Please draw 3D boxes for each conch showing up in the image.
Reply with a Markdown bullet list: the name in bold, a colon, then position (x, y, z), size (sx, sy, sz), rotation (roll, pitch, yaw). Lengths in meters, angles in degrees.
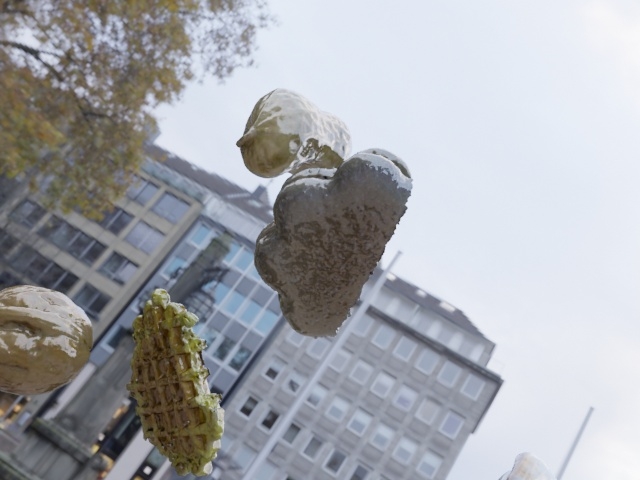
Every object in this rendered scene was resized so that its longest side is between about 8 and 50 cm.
- **conch**: position (0.226, 0.311, 0.860), size (0.176, 0.104, 0.094), rotation (18, 34, -44)

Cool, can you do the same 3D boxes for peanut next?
- **peanut**: position (-0.041, -0.187, 1.290), size (0.143, 0.159, 0.291), rotation (-6, 0, 28)

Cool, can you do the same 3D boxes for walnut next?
- **walnut**: position (-0.399, 0.138, 1.006), size (0.167, 0.166, 0.149), rotation (32, -39, 10)

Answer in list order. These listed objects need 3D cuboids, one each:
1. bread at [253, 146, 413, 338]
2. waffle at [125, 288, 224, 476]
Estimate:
- **bread**: position (0.002, -0.002, 1.118), size (0.183, 0.102, 0.337), rotation (22, -60, -7)
- **waffle**: position (-0.222, 0.221, 1.113), size (0.291, 0.051, 0.291), rotation (11, -75, 47)
